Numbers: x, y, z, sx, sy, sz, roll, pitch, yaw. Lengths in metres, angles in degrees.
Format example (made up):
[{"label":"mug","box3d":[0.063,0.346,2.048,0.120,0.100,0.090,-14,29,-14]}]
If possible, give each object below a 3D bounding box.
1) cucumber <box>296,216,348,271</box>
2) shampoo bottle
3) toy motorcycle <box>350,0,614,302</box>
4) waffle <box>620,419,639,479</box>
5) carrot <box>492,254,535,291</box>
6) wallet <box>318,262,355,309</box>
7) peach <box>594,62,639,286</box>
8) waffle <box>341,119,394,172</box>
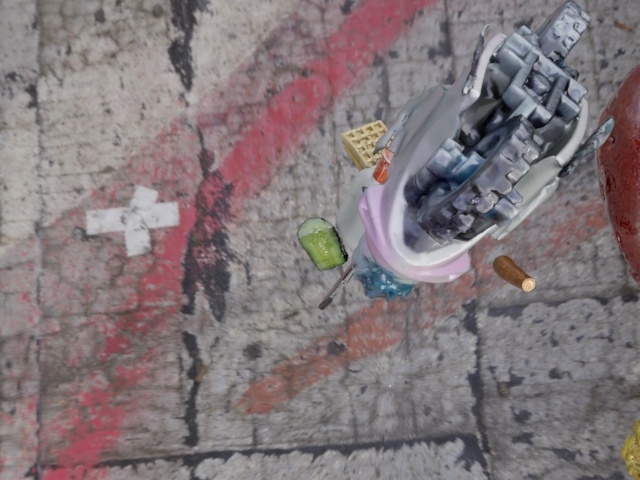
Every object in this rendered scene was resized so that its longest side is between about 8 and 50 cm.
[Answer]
[{"label":"cucumber","box3d":[0.001,-0.003,1.604,0.078,0.211,0.062,-22,66,3]},{"label":"shampoo bottle","box3d":[0.095,-0.076,1.473,0.051,0.221,0.108,-14,57,-33]},{"label":"toy motorcycle","box3d":[0.083,-0.043,0.508,0.108,0.204,0.239,48,43,10]},{"label":"waffle","box3d":[0.625,0.439,1.298,0.062,0.329,0.329,-37,79,-12]},{"label":"carrot","box3d":[0.269,0.046,1.112,0.032,0.093,0.032,-5,109,-13]},{"label":"wallet","box3d":[0.051,0.081,1.693,0.018,0.082,0.156,40,60,-3]},{"label":"peach","box3d":[0.557,-0.059,1.024,0.339,0.353,0.416,-12,58,-38]},{"label":"waffle","box3d":[0.115,-0.174,1.604,0.102,0.042,0.148,-20,53,-16]}]
